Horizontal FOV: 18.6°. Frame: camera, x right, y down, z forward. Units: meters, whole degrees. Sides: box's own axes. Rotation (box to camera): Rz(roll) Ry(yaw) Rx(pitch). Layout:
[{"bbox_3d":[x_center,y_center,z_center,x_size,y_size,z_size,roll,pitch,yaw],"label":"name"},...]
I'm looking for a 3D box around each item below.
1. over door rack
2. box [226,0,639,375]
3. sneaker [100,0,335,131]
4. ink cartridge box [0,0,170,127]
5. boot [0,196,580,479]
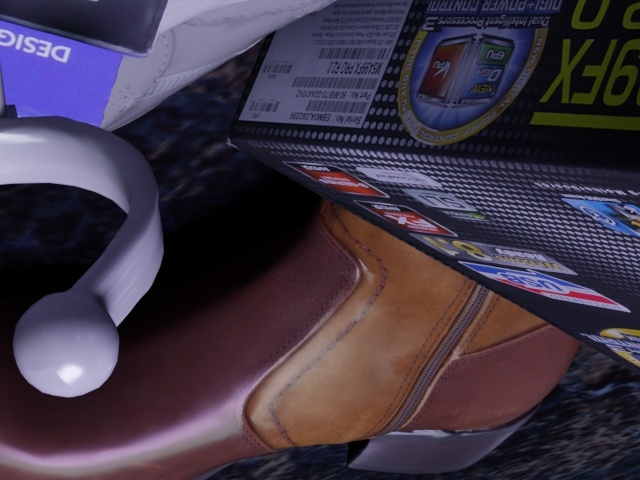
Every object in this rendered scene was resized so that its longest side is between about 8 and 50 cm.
[{"bbox_3d":[-0.192,-0.069,0.276,0.324,0.108,0.239,3,134,3],"label":"over door rack"},{"bbox_3d":[0.137,0.000,0.490,0.216,0.060,0.270,29,168,-36],"label":"box"},{"bbox_3d":[-0.037,-0.095,0.484,0.281,0.105,0.115,-26,-176,21],"label":"sneaker"},{"bbox_3d":[-0.115,-0.103,0.343,0.206,0.045,0.208,15,136,-10],"label":"ink cartridge box"},{"bbox_3d":[0.000,0.000,0.661,0.264,0.096,0.280,6,146,-17],"label":"boot"}]
